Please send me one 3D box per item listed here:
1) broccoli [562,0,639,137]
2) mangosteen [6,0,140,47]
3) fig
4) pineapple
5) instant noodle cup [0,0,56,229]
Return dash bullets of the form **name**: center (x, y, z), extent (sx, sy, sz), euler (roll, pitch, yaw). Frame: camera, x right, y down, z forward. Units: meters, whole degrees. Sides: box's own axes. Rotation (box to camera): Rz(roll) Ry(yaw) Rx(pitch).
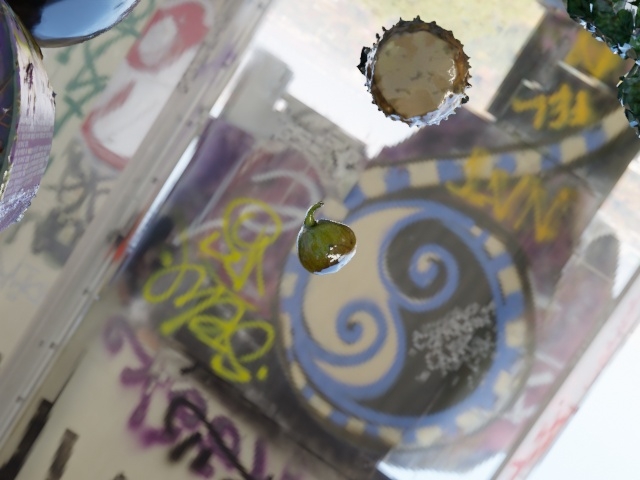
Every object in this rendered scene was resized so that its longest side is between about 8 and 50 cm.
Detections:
- **broccoli**: center (0.204, -0.139, 0.379), extent (0.270, 0.270, 0.270), euler (42, 149, 50)
- **mangosteen**: center (-0.266, -0.344, 1.075), extent (0.297, 0.313, 0.297), euler (163, 90, -75)
- **fig**: center (0.000, 0.000, 1.532), extent (0.098, 0.084, 0.082), euler (54, -145, -9)
- **pineapple**: center (0.132, -0.235, 1.503), extent (0.170, 0.141, 0.310), euler (21, -171, 5)
- **instant noodle cup**: center (-0.335, -0.100, 0.741), extent (0.339, 0.340, 0.266), euler (33, -176, -2)
